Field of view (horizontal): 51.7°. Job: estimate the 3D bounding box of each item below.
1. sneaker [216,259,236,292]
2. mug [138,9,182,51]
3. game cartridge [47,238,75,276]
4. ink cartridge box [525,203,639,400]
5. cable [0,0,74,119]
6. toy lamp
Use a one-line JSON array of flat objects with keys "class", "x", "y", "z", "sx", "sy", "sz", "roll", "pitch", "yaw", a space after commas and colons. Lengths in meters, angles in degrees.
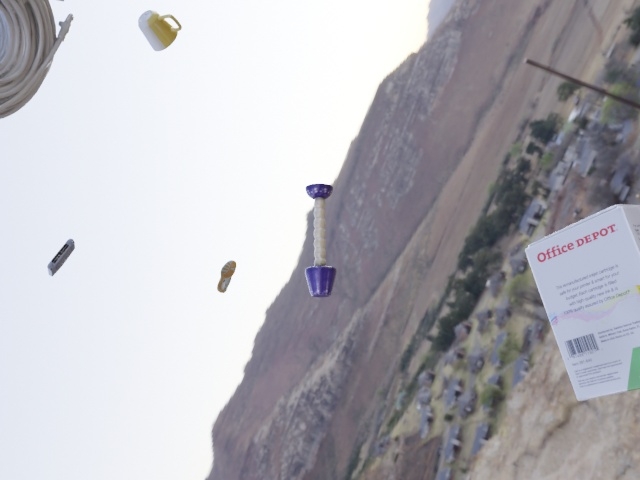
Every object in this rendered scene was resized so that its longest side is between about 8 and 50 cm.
[{"class": "sneaker", "x": -0.215, "y": 0.078, "z": 1.509, "sx": 0.037, "sy": 0.032, "sz": 0.083, "roll": -86, "pitch": 22, "yaw": -74}, {"class": "mug", "x": -0.319, "y": -0.422, "z": 1.299, "sx": 0.078, "sy": 0.062, "sz": 0.064, "roll": -35, "pitch": -43, "yaw": 6}, {"class": "game cartridge", "x": -0.568, "y": 0.038, "z": 1.446, "sx": 0.083, "sy": 0.017, "sz": 0.056, "roll": -60, "pitch": 1, "yaw": -29}, {"class": "ink cartridge box", "x": 0.489, "y": 0.103, "z": 1.090, "sx": 0.201, "sy": 0.117, "sz": 0.278, "roll": -34, "pitch": 66, "yaw": 50}, {"class": "cable", "x": -0.507, "y": -0.304, "z": 0.958, "sx": 0.257, "sy": 0.089, "sz": 0.257, "roll": 38, "pitch": -111, "yaw": -62}, {"class": "toy lamp", "x": 0.000, "y": 0.000, "z": 1.608, "sx": 0.080, "sy": 0.080, "sz": 0.274, "roll": 95, "pitch": 174, "yaw": -77}]
